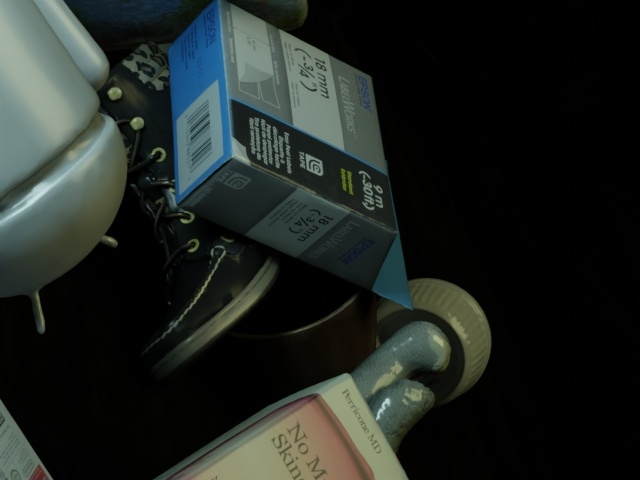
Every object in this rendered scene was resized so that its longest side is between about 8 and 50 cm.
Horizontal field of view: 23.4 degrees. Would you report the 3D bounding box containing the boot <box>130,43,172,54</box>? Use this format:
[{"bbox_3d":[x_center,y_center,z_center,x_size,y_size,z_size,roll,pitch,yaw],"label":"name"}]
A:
[{"bbox_3d":[-0.237,-0.305,2.171,0.165,0.077,0.213,53,15,-26],"label":"boot"}]

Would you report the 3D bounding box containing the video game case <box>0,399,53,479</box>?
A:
[{"bbox_3d":[-0.231,0.215,1.132,0.183,0.023,0.201,59,11,-11],"label":"video game case"}]

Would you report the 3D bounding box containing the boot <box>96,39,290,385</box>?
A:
[{"bbox_3d":[-0.168,-0.041,1.679,0.284,0.138,0.377,44,42,-8],"label":"boot"}]

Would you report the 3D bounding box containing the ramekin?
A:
[{"bbox_3d":[0.163,0.171,2.464,0.207,0.207,0.109,61,20,-3],"label":"ramekin"}]

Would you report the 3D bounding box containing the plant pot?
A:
[{"bbox_3d":[-0.020,0.126,1.855,0.215,0.215,0.230,-103,177,-53],"label":"plant pot"}]

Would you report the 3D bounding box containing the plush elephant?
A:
[{"bbox_3d":[0.054,0.288,1.612,0.255,0.272,0.330,49,40,3],"label":"plush elephant"}]

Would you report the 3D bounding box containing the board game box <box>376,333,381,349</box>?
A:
[{"bbox_3d":[0.000,0.000,2.360,0.319,0.066,0.318,-104,171,-52],"label":"board game box"}]

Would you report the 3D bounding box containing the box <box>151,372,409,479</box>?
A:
[{"bbox_3d":[-0.047,0.238,1.351,0.232,0.127,0.149,-29,90,-45],"label":"box"}]

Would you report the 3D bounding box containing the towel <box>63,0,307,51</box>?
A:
[{"bbox_3d":[-0.182,-0.301,1.655,0.374,0.320,0.090,72,11,-78],"label":"towel"}]

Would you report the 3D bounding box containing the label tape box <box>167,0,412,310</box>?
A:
[{"bbox_3d":[-0.003,-0.093,1.705,0.333,0.106,0.241,24,42,-33],"label":"label tape box"}]

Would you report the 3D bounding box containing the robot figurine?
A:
[{"bbox_3d":[-0.285,-0.100,1.192,0.300,0.199,0.353,-49,115,-36],"label":"robot figurine"}]
